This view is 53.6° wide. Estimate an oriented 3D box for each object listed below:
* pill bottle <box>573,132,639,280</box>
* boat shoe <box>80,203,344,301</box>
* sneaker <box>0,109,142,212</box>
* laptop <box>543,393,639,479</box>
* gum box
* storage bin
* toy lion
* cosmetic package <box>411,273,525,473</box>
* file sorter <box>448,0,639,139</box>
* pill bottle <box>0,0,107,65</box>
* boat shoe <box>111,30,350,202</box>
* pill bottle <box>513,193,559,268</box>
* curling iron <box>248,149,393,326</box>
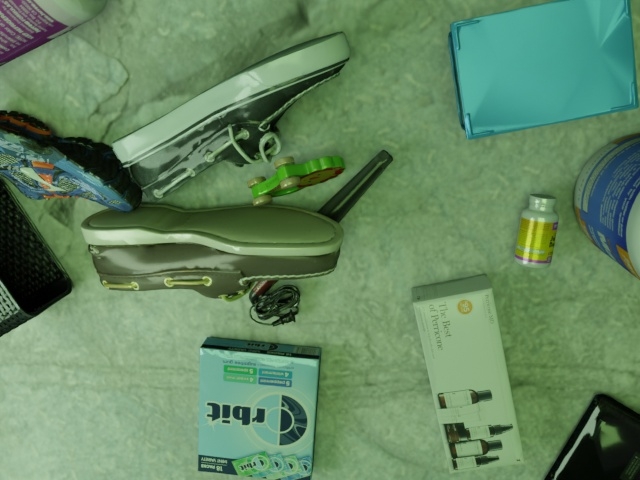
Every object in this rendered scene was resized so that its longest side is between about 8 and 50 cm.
[{"bbox_3d":[0.362,-0.021,0.621,0.152,0.272,0.152,1,104,6],"label":"pill bottle"},{"bbox_3d":[-0.129,0.018,0.759,0.324,0.116,0.096,2,114,13],"label":"boat shoe"},{"bbox_3d":[-0.322,-0.085,0.783,0.221,0.083,0.087,24,118,5],"label":"sneaker"},{"bbox_3d":[0.493,0.453,0.862,0.408,0.236,0.382,32,107,27],"label":"laptop"},{"bbox_3d":[-0.083,0.228,0.850,0.157,0.041,0.184,4,104,4],"label":"gum box"},{"bbox_3d":[-0.413,0.023,0.788,0.084,0.122,0.180,-28,100,11],"label":"storage bin"},{"bbox_3d":[-0.023,-0.074,0.749,0.100,0.096,0.034,-25,79,50],"label":"toy lion"},{"bbox_3d":[0.186,0.170,0.798,0.099,0.060,0.239,-13,103,8],"label":"cosmetic package"},{"bbox_3d":[0.229,-0.187,0.678,0.170,0.104,0.118,-9,104,9],"label":"file sorter"},{"bbox_3d":[-0.404,-0.265,0.690,0.301,0.169,0.169,-21,101,11],"label":"pill bottle"},{"bbox_3d":[-0.092,-0.131,0.723,0.306,0.113,0.105,-25,107,14],"label":"boat shoe"},{"bbox_3d":[0.257,-0.012,0.752,0.043,0.043,0.083,6,105,4],"label":"pill bottle"},{"bbox_3d":[0.000,0.000,0.786,0.068,0.035,0.274,34,106,-8],"label":"curling iron"}]
